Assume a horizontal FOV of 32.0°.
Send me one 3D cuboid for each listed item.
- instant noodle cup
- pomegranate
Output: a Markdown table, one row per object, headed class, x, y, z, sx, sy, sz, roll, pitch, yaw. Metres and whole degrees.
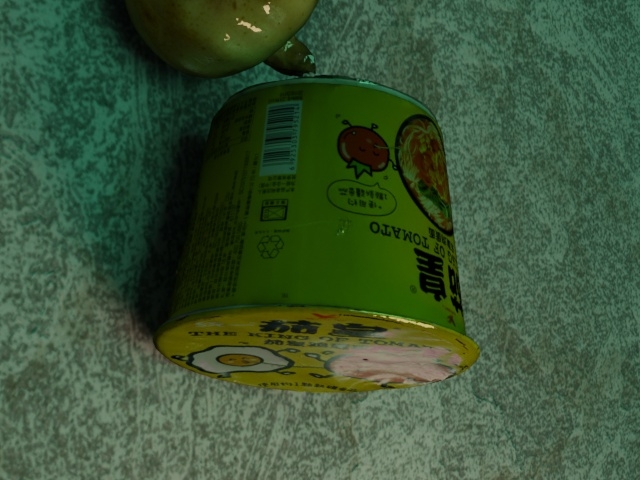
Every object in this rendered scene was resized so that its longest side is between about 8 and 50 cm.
| class | x | y | z | sx | sy | sz | roll | pitch | yaw |
| --- | --- | --- | --- | --- | --- | --- | --- | --- | --- |
| instant noodle cup | 0.000 | 0.000 | 1.143 | 0.325 | 0.325 | 0.254 | 24 | 60 | -45 |
| pomegranate | -0.097 | -0.267 | 1.119 | 0.207 | 0.207 | 0.207 | 4 | 85 | -48 |
